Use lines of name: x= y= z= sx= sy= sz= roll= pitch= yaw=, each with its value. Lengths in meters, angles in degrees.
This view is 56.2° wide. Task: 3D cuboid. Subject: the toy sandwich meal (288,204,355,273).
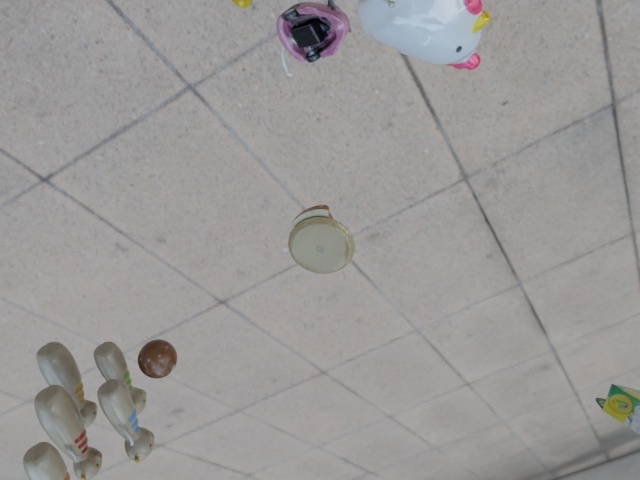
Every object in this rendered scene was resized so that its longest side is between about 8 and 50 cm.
toy sandwich meal: x=0.000 y=0.000 z=0.690 sx=0.085 sy=0.029 sz=0.086 roll=3 pitch=123 yaw=5

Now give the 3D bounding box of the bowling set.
bowling set: x=-0.277 y=0.240 z=0.822 sx=0.199 sy=0.287 sz=0.154 roll=-19 pitch=119 yaw=-9

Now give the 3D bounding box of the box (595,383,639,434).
box: x=0.437 y=0.229 z=0.737 sx=0.105 sy=0.179 sz=0.043 roll=15 pitch=94 yaw=-15

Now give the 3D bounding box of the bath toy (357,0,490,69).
bath toy: x=0.169 y=-0.307 z=0.574 sx=0.129 sy=0.348 sz=0.151 roll=37 pitch=164 yaw=-22

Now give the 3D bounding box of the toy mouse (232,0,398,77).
toy mouse: x=-0.007 y=-0.170 z=0.384 sx=0.143 sy=0.031 sz=0.161 roll=20 pitch=148 yaw=29
